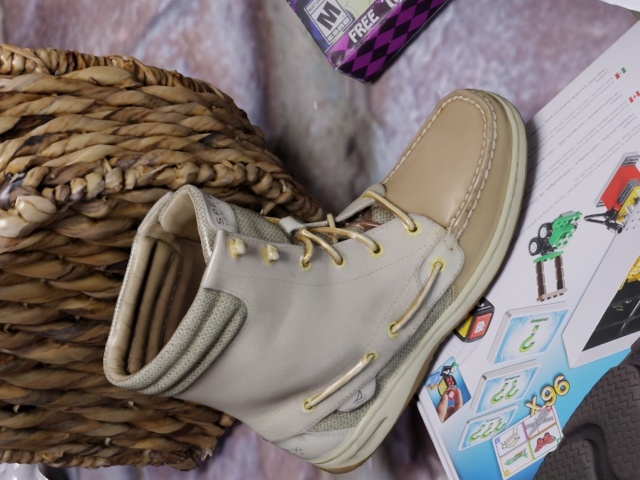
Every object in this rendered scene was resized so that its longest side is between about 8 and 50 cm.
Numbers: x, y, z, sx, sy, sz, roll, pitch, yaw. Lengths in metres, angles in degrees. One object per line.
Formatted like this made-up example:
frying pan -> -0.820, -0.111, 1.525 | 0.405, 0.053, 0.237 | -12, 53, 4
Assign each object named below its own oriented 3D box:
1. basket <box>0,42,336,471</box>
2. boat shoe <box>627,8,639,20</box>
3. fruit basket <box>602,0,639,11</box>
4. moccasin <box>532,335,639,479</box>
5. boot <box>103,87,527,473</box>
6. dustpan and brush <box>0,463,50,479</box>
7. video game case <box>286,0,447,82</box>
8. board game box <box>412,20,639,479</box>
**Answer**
basket -> -0.154, -0.023, 1.071 | 0.223, 0.299, 0.213 | 47, 110, 30
boat shoe -> 0.158, -0.153, 0.949 | 0.079, 0.084, 0.233 | -47, 17, 16
fruit basket -> 0.157, -0.226, 0.899 | 0.327, 0.165, 0.353 | 23, 62, 34
moccasin -> 0.154, 0.195, 0.865 | 0.139, 0.147, 0.380 | 22, 95, 67
boot -> 0.000, 0.000, 0.972 | 0.077, 0.165, 0.213 | 33, 96, 50
dustpan and brush -> -0.186, 0.169, 1.199 | 0.147, 0.060, 0.211 | 11, 112, 20
video game case -> 0.043, -0.243, 1.127 | 0.232, 0.042, 0.210 | -44, 60, 21
board game box -> 0.166, -0.005, 0.972 | 0.305, 0.053, 0.193 | -43, 45, 22
